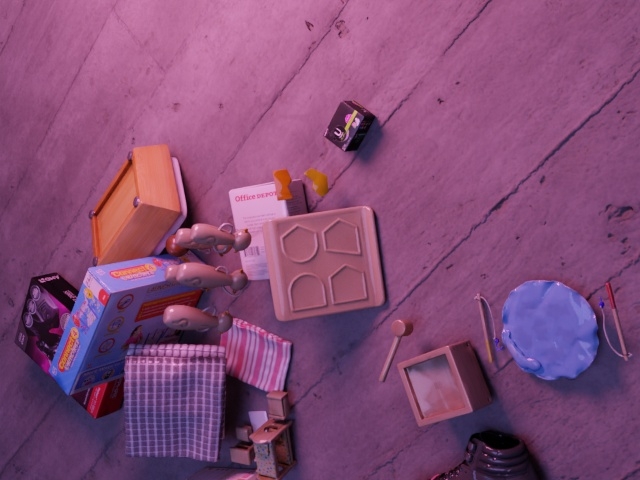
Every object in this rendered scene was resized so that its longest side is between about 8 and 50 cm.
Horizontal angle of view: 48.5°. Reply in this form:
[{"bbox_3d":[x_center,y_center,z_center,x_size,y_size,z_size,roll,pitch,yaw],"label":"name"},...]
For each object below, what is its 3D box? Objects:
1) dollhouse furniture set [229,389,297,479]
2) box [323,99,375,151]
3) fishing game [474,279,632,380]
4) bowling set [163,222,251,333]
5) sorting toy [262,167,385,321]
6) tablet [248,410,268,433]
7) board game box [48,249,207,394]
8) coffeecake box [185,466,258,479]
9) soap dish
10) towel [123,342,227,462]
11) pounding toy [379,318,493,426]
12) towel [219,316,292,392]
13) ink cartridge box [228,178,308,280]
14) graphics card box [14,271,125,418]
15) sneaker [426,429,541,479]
[{"bbox_3d":[-0.157,0.441,1.624,0.161,0.101,0.182,1,106,30],"label":"dollhouse furniture set"},{"bbox_3d":[0.058,-0.228,1.416,0.062,0.052,0.083,39,118,20],"label":"box"},{"bbox_3d":[0.411,0.160,1.272,0.264,0.041,0.189,-15,90,41],"label":"fishing game"},{"bbox_3d":[-0.246,0.042,1.547,0.287,0.154,0.200,-65,31,29],"label":"bowling set"},{"bbox_3d":[0.000,0.000,1.452,0.229,0.041,0.307,-8,95,-2],"label":"sorting toy"},{"bbox_3d":[-0.142,0.445,1.688,0.054,0.006,0.083,-11,93,33],"label":"tablet"},{"bbox_3d":[-0.435,0.183,1.647,0.086,0.308,0.302,40,116,24],"label":"board game box"},{"bbox_3d":[-0.246,0.605,1.700,0.185,0.142,0.068,-10,94,33],"label":"coffeecake box"},{"bbox_3d":[-0.436,-0.060,1.669,0.291,0.118,0.229,-47,43,31],"label":"soap dish"},{"bbox_3d":[-0.333,0.380,1.639,0.235,0.121,0.283,1,112,-9],"label":"towel"},{"bbox_3d":[0.209,0.247,1.388,0.181,0.094,0.206,-29,74,37],"label":"pounding toy"},{"bbox_3d":[-0.159,0.271,1.655,0.197,0.029,0.144,19,109,28],"label":"towel"},{"bbox_3d":[-0.102,-0.023,1.532,0.148,0.086,0.203,-6,96,33],"label":"ink cartridge box"},{"bbox_3d":[-0.668,0.280,1.938,0.371,0.094,0.233,35,115,23],"label":"graphics card box"},{"bbox_3d":[0.278,0.442,1.372,0.296,0.104,0.147,-11,91,27],"label":"sneaker"}]
